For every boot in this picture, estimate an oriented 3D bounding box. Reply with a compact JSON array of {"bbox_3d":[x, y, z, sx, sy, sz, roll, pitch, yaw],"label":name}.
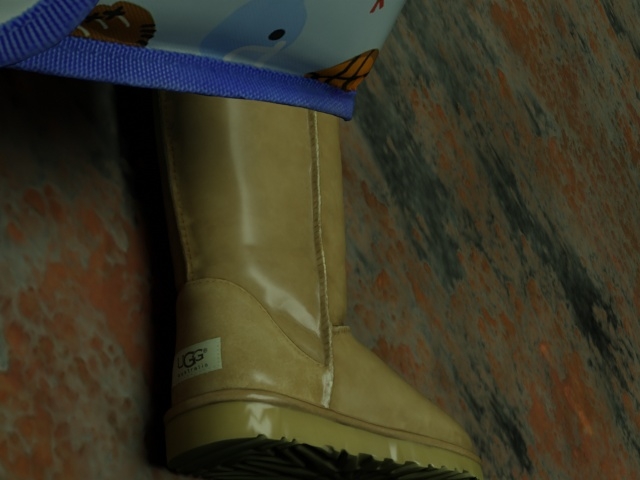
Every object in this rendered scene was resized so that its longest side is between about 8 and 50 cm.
[{"bbox_3d":[0.000,0.000,0.715,0.236,0.089,0.269,30,48,-51],"label":"boot"}]

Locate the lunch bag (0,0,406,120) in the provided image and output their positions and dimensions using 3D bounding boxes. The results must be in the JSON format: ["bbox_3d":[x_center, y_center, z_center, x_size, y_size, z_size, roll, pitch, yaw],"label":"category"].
[{"bbox_3d":[-0.069,-0.229,0.438,0.239,0.328,0.385,42,20,29],"label":"lunch bag"}]
